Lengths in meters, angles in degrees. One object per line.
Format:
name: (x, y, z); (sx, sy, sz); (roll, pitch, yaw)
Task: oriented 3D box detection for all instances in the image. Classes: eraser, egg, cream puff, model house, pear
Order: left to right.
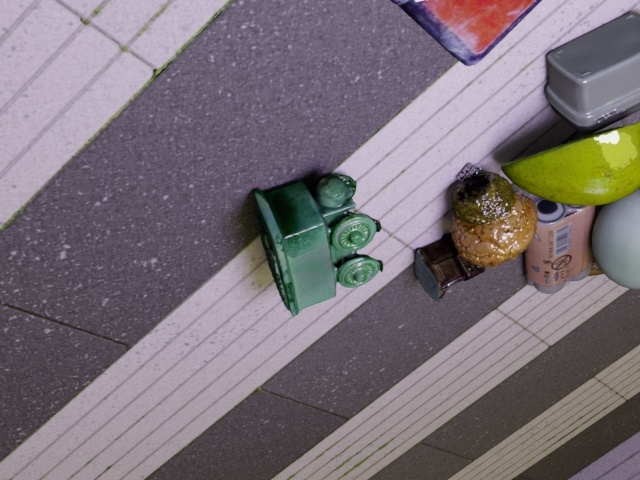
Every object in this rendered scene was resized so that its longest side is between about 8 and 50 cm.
model house: (0.287, 0.052, 1.720); (0.152, 0.165, 0.106); (-25, 126, -6)
cream puff: (0.322, -0.065, 1.602); (0.183, 0.183, 0.169); (-33, 122, 7)
eraser: (0.552, 0.001, 1.867); (0.171, 0.087, 0.290); (-25, 142, -2)
pear: (0.465, -0.127, 1.531); (0.239, 0.139, 0.288); (-9, -177, 5)
egg: (0.693, -0.006, 1.759); (0.203, 0.203, 0.283); (-23, 144, -7)

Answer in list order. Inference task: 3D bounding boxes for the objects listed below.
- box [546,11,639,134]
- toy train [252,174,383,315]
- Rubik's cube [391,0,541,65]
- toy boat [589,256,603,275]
box: (0.516, -0.297, 1.448); (0.210, 0.148, 0.129); (-26, 133, -3)
toy train: (0.000, 0.000, 1.469); (0.201, 0.145, 0.266); (-19, 141, -7)
Rubik's cube: (0.131, -0.445, 0.894); (0.313, 0.316, 0.318); (-44, 141, 19)
toy boat: (0.731, 0.053, 2.066); (0.149, 0.047, 0.049); (-17, 141, -14)
